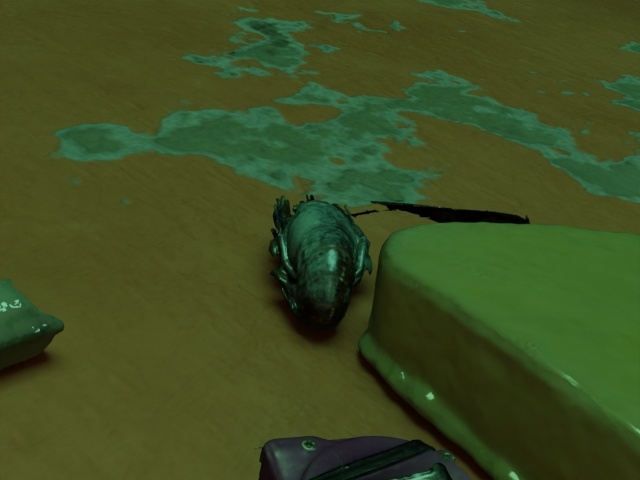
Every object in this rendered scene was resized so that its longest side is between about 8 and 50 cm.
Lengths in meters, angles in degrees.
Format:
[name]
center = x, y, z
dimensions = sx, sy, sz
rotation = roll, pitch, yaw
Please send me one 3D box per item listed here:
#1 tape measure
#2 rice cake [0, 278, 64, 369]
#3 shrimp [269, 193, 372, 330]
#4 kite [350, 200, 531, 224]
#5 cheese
[tape measure]
center = 0.027, 0.157, 0.449
dimensions = 0.125, 0.074, 0.118
rotation = -3, 31, -19
[rice cake]
center = -0.284, 0.082, 0.514
dimensions = 0.057, 0.052, 0.256
rotation = 34, 36, 32
[shrimp]
center = 0.000, 0.000, 0.744
dimensions = 0.090, 0.079, 0.233
rotation = 10, 23, -8
[kite]
center = 0.128, -0.009, 0.744
dimensions = 0.183, 0.010, 0.160
rotation = 16, -12, -25
[cheese]
center = 0.201, 0.085, 0.610
dimensions = 0.384, 0.104, 0.384
rotation = 7, 28, -4
